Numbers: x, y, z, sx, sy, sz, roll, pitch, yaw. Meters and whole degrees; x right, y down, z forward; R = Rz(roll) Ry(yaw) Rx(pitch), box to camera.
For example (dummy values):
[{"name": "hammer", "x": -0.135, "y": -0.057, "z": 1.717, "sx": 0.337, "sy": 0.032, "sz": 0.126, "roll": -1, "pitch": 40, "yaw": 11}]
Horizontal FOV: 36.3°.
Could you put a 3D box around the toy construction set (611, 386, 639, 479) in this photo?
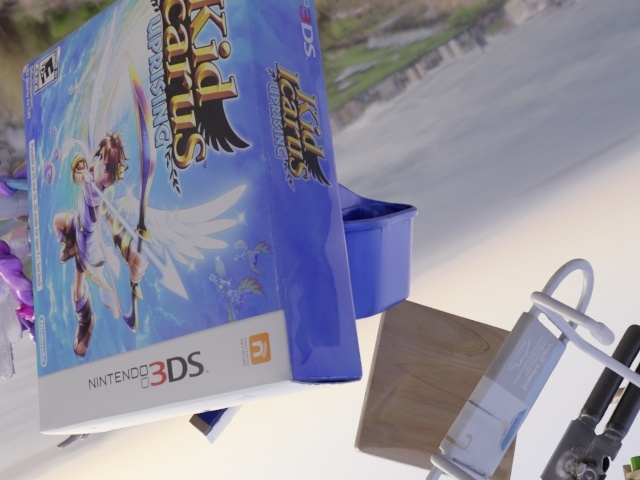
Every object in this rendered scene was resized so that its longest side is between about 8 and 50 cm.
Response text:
[{"name": "toy construction set", "x": 0.550, "y": 0.383, "z": 1.616, "sx": 0.257, "sy": 0.309, "sz": 0.237, "roll": -20, "pitch": 178, "yaw": -43}]

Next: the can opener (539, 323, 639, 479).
[{"name": "can opener", "x": 0.399, "y": 0.254, "z": 1.379, "sx": 0.283, "sy": 0.076, "sz": 0.095, "roll": -54, "pitch": 163, "yaw": -20}]

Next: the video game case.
[{"name": "video game case", "x": -0.097, "y": -0.026, "z": 0.615, "sx": 0.244, "sy": 0.269, "sz": 0.061, "roll": -19, "pitch": 163, "yaw": 40}]

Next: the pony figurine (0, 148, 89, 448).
[{"name": "pony figurine", "x": -0.289, "y": 0.026, "z": 1.078, "sx": 0.303, "sy": 0.351, "sz": 0.363, "roll": -5, "pitch": -178, "yaw": 32}]

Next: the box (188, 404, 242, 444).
[{"name": "box", "x": -0.097, "y": 0.181, "z": 1.364, "sx": 0.225, "sy": 0.036, "sz": 0.136, "roll": -50, "pitch": 171, "yaw": -15}]

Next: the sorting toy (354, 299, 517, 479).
[{"name": "sorting toy", "x": 0.192, "y": 0.253, "z": 1.595, "sx": 0.257, "sy": 0.255, "sz": 0.089, "roll": 17, "pitch": 160, "yaw": -11}]

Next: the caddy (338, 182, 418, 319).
[{"name": "caddy", "x": 0.000, "y": 0.000, "z": 1.362, "sx": 0.241, "sy": 0.179, "sz": 0.341, "roll": 1, "pitch": -173, "yaw": 23}]

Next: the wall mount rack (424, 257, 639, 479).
[{"name": "wall mount rack", "x": 0.267, "y": 0.210, "z": 1.085, "sx": 0.350, "sy": 0.130, "sz": 0.304, "roll": -58, "pitch": 139, "yaw": -4}]
